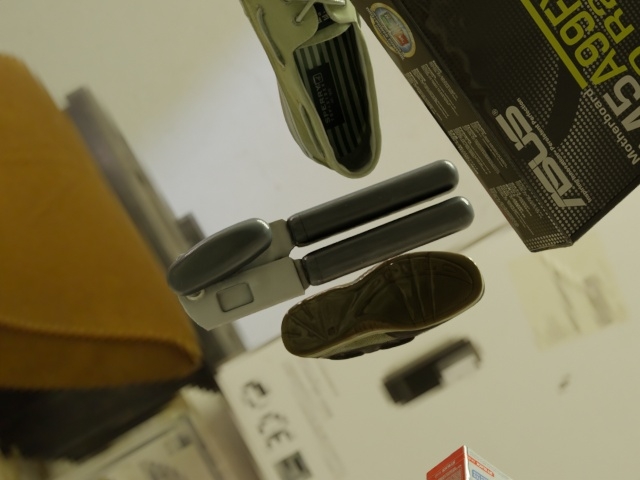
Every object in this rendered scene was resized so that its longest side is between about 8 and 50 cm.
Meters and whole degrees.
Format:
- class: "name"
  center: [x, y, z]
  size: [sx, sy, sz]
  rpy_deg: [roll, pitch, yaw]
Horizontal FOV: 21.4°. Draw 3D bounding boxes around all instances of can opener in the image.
- class: "can opener"
  center: [0.000, 0.000, 1.526]
  size: [0.095, 0.283, 0.076]
  rpy_deg: [79, -10, -80]

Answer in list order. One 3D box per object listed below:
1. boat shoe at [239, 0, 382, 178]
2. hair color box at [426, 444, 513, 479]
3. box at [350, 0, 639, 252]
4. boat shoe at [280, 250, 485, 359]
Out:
- class: "boat shoe"
  center: [-0.006, -0.190, 1.388]
  size: [0.094, 0.109, 0.302]
  rpy_deg: [44, -22, 58]
- class: "hair color box"
  center: [0.141, 0.265, 1.447]
  size: [0.093, 0.053, 0.167]
  rpy_deg: [36, 30, -22]
- class: "box"
  center: [0.151, -0.162, 1.136]
  size: [0.270, 0.216, 0.060]
  rpy_deg: [54, -22, -8]
- class: "boat shoe"
  center: [0.069, 0.070, 1.730]
  size: [0.073, 0.224, 0.080]
  rpy_deg: [26, 47, -61]
